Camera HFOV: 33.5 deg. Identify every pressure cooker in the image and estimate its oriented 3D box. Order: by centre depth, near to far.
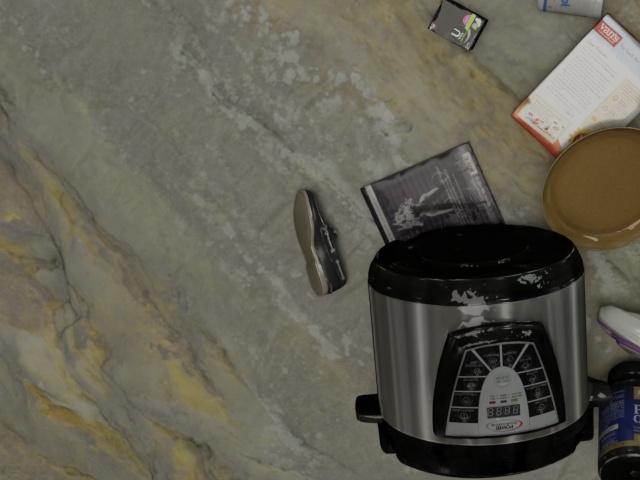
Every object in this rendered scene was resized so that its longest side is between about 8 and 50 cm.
[{"bbox_3d":[0.277,0.208,1.811,0.370,0.375,0.420,11,112,45],"label":"pressure cooker"}]

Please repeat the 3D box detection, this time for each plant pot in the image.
[{"bbox_3d":[0.490,-0.091,1.814,0.236,0.032,0.236,-2,121,-3],"label":"plant pot"}]

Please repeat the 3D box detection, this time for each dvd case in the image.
[{"bbox_3d":[0.204,-0.064,1.951,0.221,0.018,0.164,-23,97,19],"label":"dvd case"}]

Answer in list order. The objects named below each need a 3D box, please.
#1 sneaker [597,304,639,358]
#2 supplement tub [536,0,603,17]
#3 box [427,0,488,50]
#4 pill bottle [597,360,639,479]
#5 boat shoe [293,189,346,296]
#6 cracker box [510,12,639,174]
[{"bbox_3d":[0.637,0.157,1.847,0.305,0.114,0.152,20,86,12],"label":"sneaker"},{"bbox_3d":[0.421,-0.413,1.780,0.107,0.071,0.071,10,105,14],"label":"supplement tub"},{"bbox_3d":[0.239,-0.376,1.850,0.083,0.052,0.062,31,108,8],"label":"box"},{"bbox_3d":[0.540,0.318,1.826,0.122,0.219,0.123,8,133,9],"label":"pill bottle"},{"bbox_3d":[0.000,0.000,2.015,0.065,0.075,0.206,-14,94,-25],"label":"boat shoe"},{"bbox_3d":[0.461,-0.248,1.808,0.156,0.067,0.232,44,111,1],"label":"cracker box"}]
